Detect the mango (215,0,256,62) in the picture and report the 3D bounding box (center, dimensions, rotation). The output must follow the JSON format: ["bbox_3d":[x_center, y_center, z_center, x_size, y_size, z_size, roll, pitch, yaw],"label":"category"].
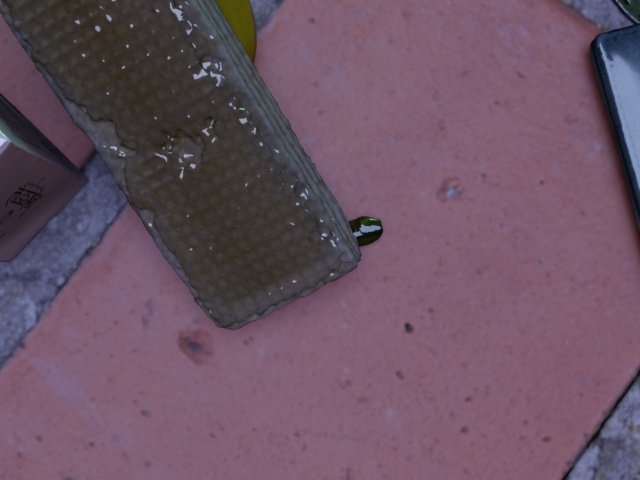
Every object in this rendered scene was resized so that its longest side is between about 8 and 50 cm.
[{"bbox_3d":[-0.162,-0.198,0.845,0.237,0.091,0.137,27,89,2],"label":"mango"}]

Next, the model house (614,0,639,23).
[{"bbox_3d":[0.279,-0.279,0.869,0.117,0.088,0.167,-43,89,-5],"label":"model house"}]

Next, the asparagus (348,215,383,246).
[{"bbox_3d":[0.000,0.001,0.874,0.108,0.021,0.025,-14,83,-3],"label":"asparagus"}]

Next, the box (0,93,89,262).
[{"bbox_3d":[-0.297,-0.086,0.747,0.194,0.260,0.111,44,85,1],"label":"box"}]

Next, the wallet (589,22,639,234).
[{"bbox_3d":[0.400,-0.095,0.883,0.290,0.054,0.251,-14,85,0],"label":"wallet"}]

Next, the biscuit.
[{"bbox_3d":[-0.128,-0.125,0.772,0.144,0.078,0.426,-27,107,16],"label":"biscuit"}]
